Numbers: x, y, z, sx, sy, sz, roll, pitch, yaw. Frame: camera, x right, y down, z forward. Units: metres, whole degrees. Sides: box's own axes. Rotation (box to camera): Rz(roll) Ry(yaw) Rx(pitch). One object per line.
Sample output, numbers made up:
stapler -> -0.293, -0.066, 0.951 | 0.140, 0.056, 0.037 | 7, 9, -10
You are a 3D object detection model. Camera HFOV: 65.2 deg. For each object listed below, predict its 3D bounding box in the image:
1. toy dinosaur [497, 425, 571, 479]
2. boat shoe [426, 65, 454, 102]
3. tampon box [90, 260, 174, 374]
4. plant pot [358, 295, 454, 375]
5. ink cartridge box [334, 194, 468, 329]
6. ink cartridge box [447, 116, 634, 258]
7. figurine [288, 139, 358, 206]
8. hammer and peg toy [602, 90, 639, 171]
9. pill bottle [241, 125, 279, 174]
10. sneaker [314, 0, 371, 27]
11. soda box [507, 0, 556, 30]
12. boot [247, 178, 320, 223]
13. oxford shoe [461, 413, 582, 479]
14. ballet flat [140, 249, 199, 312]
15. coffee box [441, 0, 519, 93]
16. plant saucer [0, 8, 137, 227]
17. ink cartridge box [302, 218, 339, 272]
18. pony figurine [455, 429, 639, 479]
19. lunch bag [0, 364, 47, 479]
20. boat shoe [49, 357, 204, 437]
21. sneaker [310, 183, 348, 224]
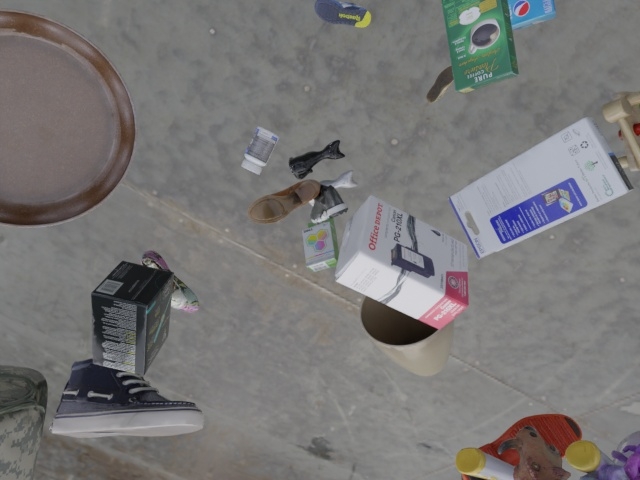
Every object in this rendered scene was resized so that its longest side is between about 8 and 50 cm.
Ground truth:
toy dinosaur -> 0.255, 0.317, 0.455 | 0.200, 0.295, 0.127 | 39, 94, 0
boat shoe -> 0.401, -0.515, 1.652 | 0.050, 0.045, 0.135 | 45, 111, 9
tampon box -> -0.347, 0.142, 0.927 | 0.102, 0.120, 0.160 | 14, 117, 0
plant pot -> 0.275, 0.267, 1.432 | 0.257, 0.256, 0.274 | -7, 134, 24
ink cartridge box -> 0.164, 0.041, 0.984 | 0.237, 0.171, 0.100 | 26, 133, -10
ink cartridge box -> 0.444, -0.099, 1.053 | 0.333, 0.065, 0.165 | -32, 78, 42
figurine -> 0.018, -0.257, 1.910 | 0.210, 0.092, 0.214 | -22, 119, 14
hammer and peg toy -> 1.000, -0.340, 1.588 | 0.127, 0.362, 0.265 | -14, 88, 57
pill bottle -> -0.193, -0.283, 1.583 | 0.078, 0.078, 0.137 | 26, 95, -8
sneaker -> 0.055, -0.577, 1.268 | 0.144, 0.059, 0.053 | 13, 128, -7
soda box -> 0.448, -0.539, 1.204 | 0.210, 0.071, 0.067 | -8, 98, 29
boot -> -0.088, -0.106, 1.333 | 0.197, 0.152, 0.072 | -19, 99, 10
oxford shoe -> 0.413, 0.443, 1.049 | 0.272, 0.096, 0.098 | -19, 143, -6
ballet flat -> -0.426, 0.126, 1.391 | 0.077, 0.079, 0.221 | -32, 104, 12
coffee box -> 0.294, -0.378, 0.928 | 0.113, 0.040, 0.184 | -11, 88, 41
plant saucer -> -0.439, -0.174, 0.748 | 0.310, 0.310, 0.050 | 49, 169, -28
ink cartridge box -> 0.000, 0.000, 1.780 | 0.109, 0.209, 0.062 | -17, 148, 17
pony figurine -> 0.445, 0.409, 0.758 | 0.364, 0.302, 0.351 | 32, 141, -27
lunch bag -> -0.526, 0.341, 0.705 | 0.213, 0.304, 0.256 | 11, 173, -19
boat shoe -> -0.385, 0.307, 1.010 | 0.341, 0.158, 0.127 | -8, 151, 16
sneaker -> 0.011, -0.111, 1.463 | 0.106, 0.078, 0.234 | 67, 165, -2
